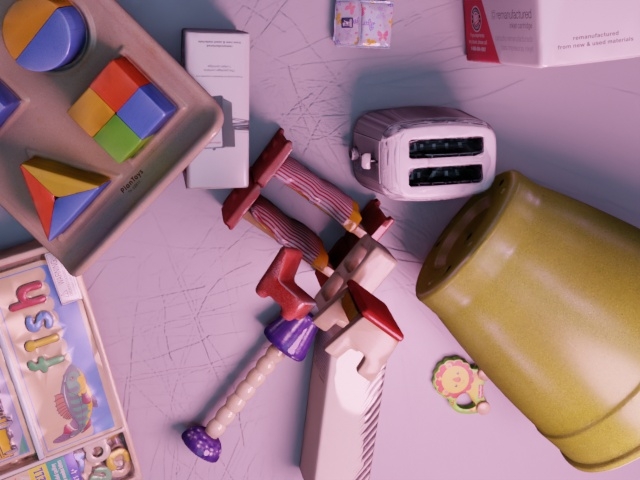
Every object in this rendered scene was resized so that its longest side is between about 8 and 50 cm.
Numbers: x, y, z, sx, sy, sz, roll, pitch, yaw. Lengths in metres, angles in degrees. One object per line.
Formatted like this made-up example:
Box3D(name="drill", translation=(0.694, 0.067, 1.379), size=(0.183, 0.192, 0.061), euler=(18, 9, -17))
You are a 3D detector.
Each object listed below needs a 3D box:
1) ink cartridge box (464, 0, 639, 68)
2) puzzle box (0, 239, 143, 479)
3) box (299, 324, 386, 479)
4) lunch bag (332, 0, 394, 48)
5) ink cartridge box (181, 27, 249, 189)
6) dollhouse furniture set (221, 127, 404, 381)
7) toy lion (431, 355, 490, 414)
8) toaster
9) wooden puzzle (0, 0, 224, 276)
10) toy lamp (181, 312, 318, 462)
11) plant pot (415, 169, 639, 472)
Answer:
Box3D(name="ink cartridge box", translation=(0.299, -0.436, 1.182), size=(0.160, 0.279, 0.384), euler=(-8, 105, -8))
Box3D(name="puzzle box", translation=(-0.439, 0.216, 1.277), size=(0.272, 0.052, 0.408), euler=(-19, 110, -19))
Box3D(name="box", translation=(0.035, 0.262, 1.393), size=(0.094, 0.113, 0.275), euler=(3, 105, -13))
Box3D(name="lunch bag", translation=(0.061, -0.313, 1.282), size=(0.083, 0.053, 0.071), euler=(4, 102, -3))
Box3D(name="ink cartridge box", translation=(-0.147, -0.184, 1.221), size=(0.087, 0.153, 0.208), euler=(-1, 105, -11))
Box3D(name="dollhouse furniture set", translation=(0.000, 0.000, 1.184), size=(0.201, 0.374, 0.152), euler=(35, 99, -19))
Box3D(name="toy lion", translation=(0.233, 0.241, 1.471), size=(0.096, 0.034, 0.100), euler=(-3, 105, -4))
Box3D(name="toaster", translation=(0.162, -0.126, 1.300), size=(0.227, 0.146, 0.129), euler=(-3, 105, -11))
Box3D(name="wooden puzzle", translation=(-0.347, -0.166, 1.138), size=(0.322, 0.080, 0.348), euler=(-43, 92, 19))
Box3D(name="toy lamp", translation=(-0.102, 0.219, 1.372), size=(0.080, 0.080, 0.274), euler=(36, 97, -17))
Box3D(name="plant pot", translation=(0.346, 0.087, 1.313), size=(0.353, 0.366, 0.366), euler=(37, 95, -5))
